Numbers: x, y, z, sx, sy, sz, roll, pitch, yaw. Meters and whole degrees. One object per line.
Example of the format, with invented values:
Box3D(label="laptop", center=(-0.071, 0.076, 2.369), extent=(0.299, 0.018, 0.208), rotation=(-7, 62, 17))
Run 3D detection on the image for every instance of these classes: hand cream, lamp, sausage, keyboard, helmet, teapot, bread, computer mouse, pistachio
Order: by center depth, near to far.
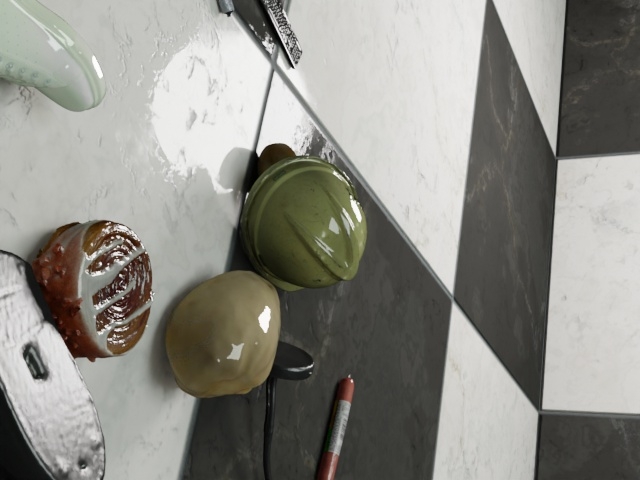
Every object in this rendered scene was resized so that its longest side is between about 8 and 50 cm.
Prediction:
Box3D(label="computer mouse", center=(-0.304, 0.141, 0.880), extent=(0.269, 0.086, 0.137), rotation=(68, 17, -7))
Box3D(label="bread", center=(-0.251, 0.057, 1.002), extent=(0.160, 0.073, 0.160), rotation=(1, 90, -70))
Box3D(label="pistachio", center=(-0.124, 0.125, 1.215), extent=(0.152, 0.126, 0.223), rotation=(45, 36, -4))
Box3D(label="hand cream", center=(-0.148, -0.375, 1.330), extent=(0.030, 0.019, 0.093), rotation=(-36, 113, -57))
Box3D(label="lamp", center=(-0.052, 0.331, 1.357), extent=(0.130, 0.108, 0.371), rotation=(-7, 95, -60))
Box3D(label="helmet", center=(0.003, 0.004, 1.382), extent=(0.204, 0.137, 0.257), rotation=(-40, 135, -10))
Box3D(label="teapot", center=(-0.046, -0.107, 1.424), extent=(0.085, 0.110, 0.080), rotation=(132, -47, -66))
Box3D(label="keyboard", center=(-0.065, -0.357, 1.497), extent=(0.155, 0.010, 0.053), rotation=(60, 36, -43))
Box3D(label="sausage", center=(0.029, 0.338, 1.609), extent=(0.029, 0.029, 0.223), rotation=(57, 40, -46))

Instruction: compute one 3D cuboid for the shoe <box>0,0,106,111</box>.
Box3D(label="shoe", center=(-0.322, -0.195, 0.882), extent=(0.265, 0.095, 0.110), rotation=(52, 49, -43))
